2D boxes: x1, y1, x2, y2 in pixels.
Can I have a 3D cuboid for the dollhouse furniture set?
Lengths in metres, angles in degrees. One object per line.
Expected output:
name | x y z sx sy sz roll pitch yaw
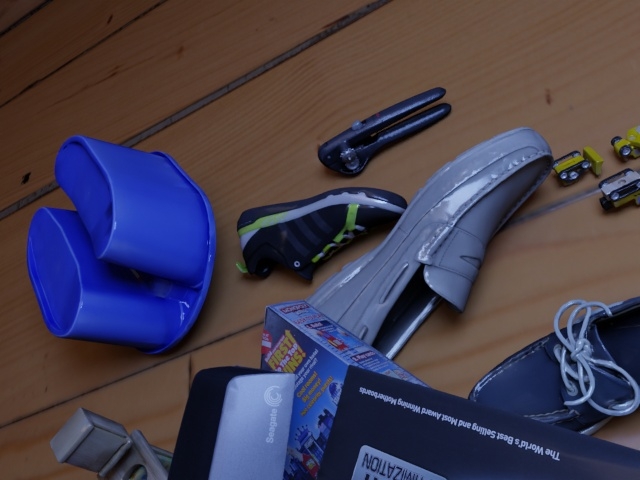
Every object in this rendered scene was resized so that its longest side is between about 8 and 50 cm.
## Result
dollhouse furniture set | -0.195 0.278 0.546 0.161 0.182 0.101 -51 46 -8

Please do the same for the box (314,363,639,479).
box | 0.116 0.223 0.305 0.308 0.077 0.242 8 73 42

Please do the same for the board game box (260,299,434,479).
board game box | 0.002 0.158 0.528 0.194 0.060 0.194 46 114 26

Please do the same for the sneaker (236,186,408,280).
sneaker | 0.000 0.000 0.708 0.235 0.084 0.097 -10 78 29

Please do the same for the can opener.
can opener | 0.080 -0.146 0.755 0.186 0.059 0.073 -27 47 16

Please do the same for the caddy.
caddy | -0.266 0.002 0.803 0.341 0.179 0.241 43 109 44

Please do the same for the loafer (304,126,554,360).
loafer | 0.115 0.025 0.579 0.319 0.112 0.111 -46 53 10

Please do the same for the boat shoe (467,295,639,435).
boat shoe | 0.233 0.095 0.462 0.255 0.079 0.095 -22 49 20

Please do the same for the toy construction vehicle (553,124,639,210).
toy construction vehicle | 0.295 -0.068 0.576 0.098 0.035 0.085 -28 36 11

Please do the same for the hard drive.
hard drive | -0.086 0.224 0.447 0.172 0.054 0.254 158 124 -65
